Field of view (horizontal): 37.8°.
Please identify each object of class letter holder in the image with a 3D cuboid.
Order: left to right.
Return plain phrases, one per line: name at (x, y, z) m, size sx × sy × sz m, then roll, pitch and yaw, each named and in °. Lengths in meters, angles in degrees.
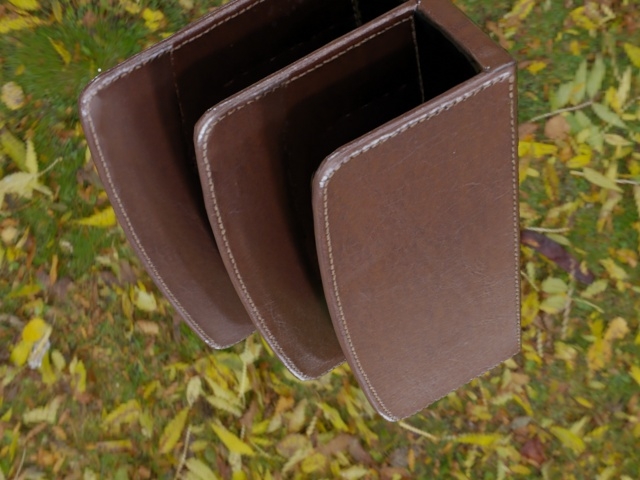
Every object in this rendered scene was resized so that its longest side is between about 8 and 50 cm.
letter holder at (0.000, 0.000, 0.609) m, size 0.215 × 0.152 × 0.301 m, roll -30°, pitch 144°, yaw -10°
